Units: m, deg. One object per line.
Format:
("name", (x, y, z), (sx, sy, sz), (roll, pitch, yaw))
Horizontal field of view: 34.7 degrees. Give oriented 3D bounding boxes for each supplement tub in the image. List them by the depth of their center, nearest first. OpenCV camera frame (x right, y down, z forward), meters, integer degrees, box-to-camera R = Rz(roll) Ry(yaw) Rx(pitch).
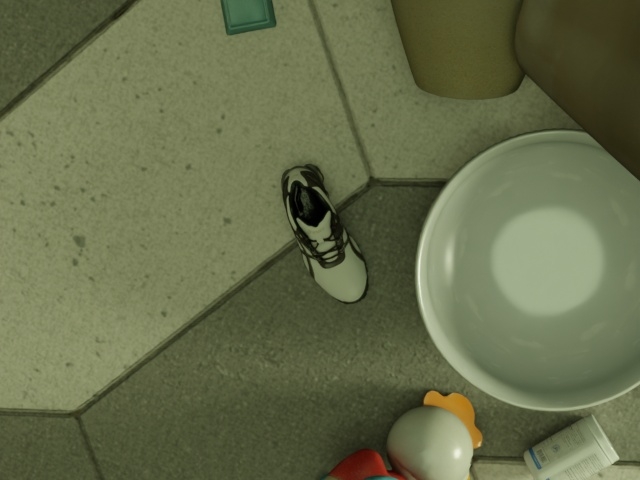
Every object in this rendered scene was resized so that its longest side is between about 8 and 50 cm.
("supplement tub", (0.328, 0.284, 1.347), (0.107, 0.071, 0.071), (-32, 96, 10))

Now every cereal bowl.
("cereal bowl", (0.283, 0.030, 1.268), (0.338, 0.141, 0.339), (1, 97, 6))

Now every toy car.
("toy car", (0.141, 0.310, 1.332), (0.210, 0.219, 0.238), (43, 72, -3))

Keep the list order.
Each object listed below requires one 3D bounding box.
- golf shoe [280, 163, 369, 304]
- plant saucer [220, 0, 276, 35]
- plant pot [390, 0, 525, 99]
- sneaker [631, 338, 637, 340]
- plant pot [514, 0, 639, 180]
("golf shoe", (0.000, 0.000, 1.318), (0.077, 0.094, 0.198), (-27, 98, 8))
("plant saucer", (-0.106, -0.362, 1.303), (0.067, 0.018, 0.192), (-9, 98, 6))
("plant pot", (0.177, -0.313, 1.190), (0.256, 0.256, 0.274), (3, 116, 5))
("sneaker", (0.499, 0.167, 1.307), (0.232, 0.081, 0.091), (5, 95, 4))
("plant pot", (0.374, -0.206, 1.090), (0.280, 0.323, 0.323), (34, 102, 28))
